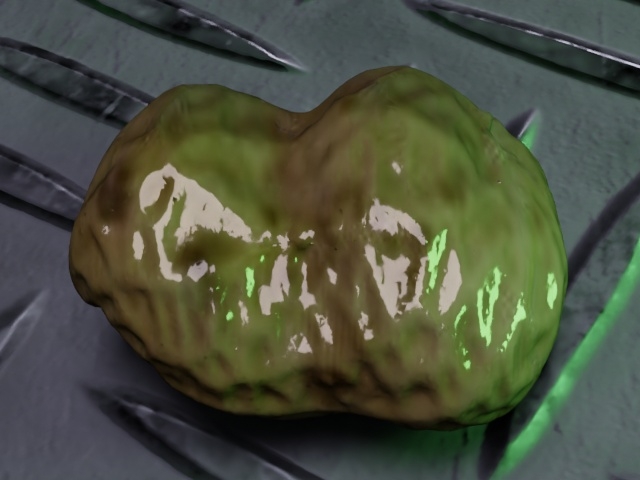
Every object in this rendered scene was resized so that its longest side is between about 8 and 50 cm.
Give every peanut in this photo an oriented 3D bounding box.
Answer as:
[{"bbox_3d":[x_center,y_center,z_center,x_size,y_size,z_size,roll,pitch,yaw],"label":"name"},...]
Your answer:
[{"bbox_3d":[0.000,0.000,0.624,0.233,0.110,0.197,-1,54,3],"label":"peanut"}]
